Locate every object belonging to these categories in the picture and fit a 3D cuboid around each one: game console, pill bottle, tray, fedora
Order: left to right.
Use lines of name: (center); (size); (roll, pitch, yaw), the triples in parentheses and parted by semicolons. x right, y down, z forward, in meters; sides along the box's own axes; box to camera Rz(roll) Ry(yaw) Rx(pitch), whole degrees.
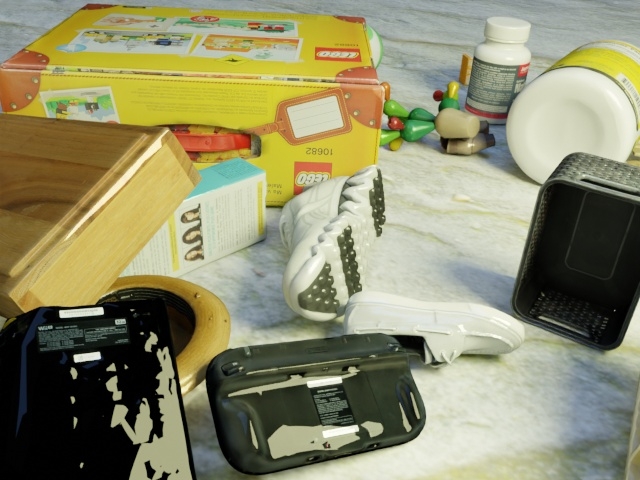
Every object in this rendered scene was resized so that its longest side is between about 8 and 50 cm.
tray: (-0.339, -0.044, 0.674); (0.410, 0.076, 0.203); (12, 55, 35)
fedora: (-0.172, 0.109, 0.585); (0.194, 0.079, 0.194); (2, 31, -1)
game console: (-0.062, 0.148, 0.500); (0.361, 0.044, 0.213); (-1, 64, -31)
pill bottle: (0.340, -0.323, 1.214); (0.107, 0.180, 0.108); (2, 33, -1)
pill bottle: (0.453, -0.225, 1.064); (0.187, 0.188, 0.334); (22, 36, 27)

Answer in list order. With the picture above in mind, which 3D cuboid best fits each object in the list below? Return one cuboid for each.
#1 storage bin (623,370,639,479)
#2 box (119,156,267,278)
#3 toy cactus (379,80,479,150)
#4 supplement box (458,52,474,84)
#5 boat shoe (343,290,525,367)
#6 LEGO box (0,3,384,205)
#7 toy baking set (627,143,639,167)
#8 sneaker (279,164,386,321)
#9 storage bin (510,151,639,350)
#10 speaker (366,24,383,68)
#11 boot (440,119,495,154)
storage bin: (0.397, 0.135, 0.488); (0.262, 0.123, 0.260); (15, 51, 20)
box: (-0.176, -0.015, 0.761); (0.244, 0.101, 0.060); (-24, 40, -37)
toy cactus: (0.190, -0.217, 1.092); (0.218, 0.112, 0.180); (-23, 30, -37)
supplement box: (0.363, -0.381, 1.418); (0.098, 0.062, 0.036); (-5, 32, -11)
boat shoe: (0.113, 0.097, 0.649); (0.184, 0.066, 0.063); (12, 53, 3)
LEGO box: (-0.167, -0.227, 1.007); (0.499, 0.193, 0.373); (3, 32, -1)
toy baking set: (0.616, -0.097, 1.028); (0.256, 0.030, 0.196); (25, 41, 31)
sneaker: (0.000, 0.000, 0.765); (0.118, 0.110, 0.292); (0, 26, 16)
storage bin: (0.289, 0.011, 0.683); (0.122, 0.180, 0.084); (21, 37, 26)
speaker: (0.005, -0.385, 1.300); (0.131, 0.131, 0.296); (25, 28, 30)
boot: (0.253, -0.181, 1.118); (0.086, 0.042, 0.118); (-6, 22, 4)
